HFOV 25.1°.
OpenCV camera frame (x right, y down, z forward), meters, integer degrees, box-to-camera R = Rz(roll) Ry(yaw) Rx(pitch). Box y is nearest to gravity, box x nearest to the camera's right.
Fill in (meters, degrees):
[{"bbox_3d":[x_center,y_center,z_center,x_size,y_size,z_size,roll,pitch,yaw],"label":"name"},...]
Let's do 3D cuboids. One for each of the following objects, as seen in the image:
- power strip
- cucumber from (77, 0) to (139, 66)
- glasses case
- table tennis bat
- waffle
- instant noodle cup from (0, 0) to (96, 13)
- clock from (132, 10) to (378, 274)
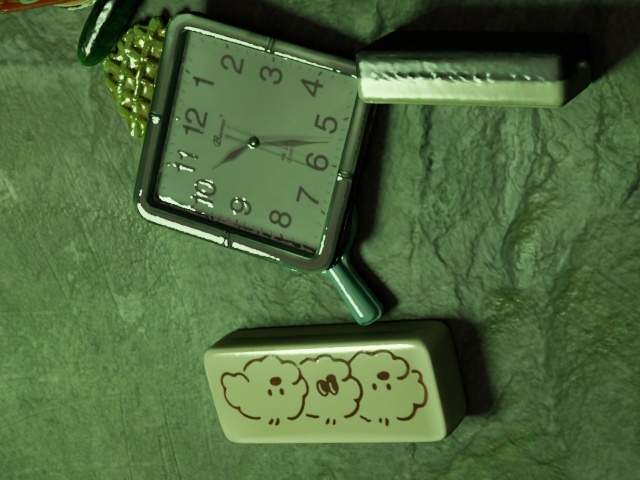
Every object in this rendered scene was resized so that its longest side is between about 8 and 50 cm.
[{"bbox_3d":[0.173,-0.189,1.592,0.257,0.105,0.070,3,113,27],"label":"power strip"},{"bbox_3d":[-0.240,-0.336,1.782,0.056,0.056,0.284,33,117,13],"label":"cucumber"},{"bbox_3d":[0.015,0.184,1.850,0.337,0.076,0.144,-6,107,30],"label":"glasses case"},{"bbox_3d":[0.000,0.000,1.810,0.153,0.040,0.244,-36,86,32],"label":"table tennis bat"},{"bbox_3d":[-0.193,-0.192,1.833,0.169,0.036,0.183,-25,98,32],"label":"waffle"},{"bbox_3d":[-0.380,-0.353,1.761,0.193,0.212,0.193,11,115,24],"label":"instant noodle cup"},{"bbox_3d":[-0.078,-0.119,1.763,0.279,0.049,0.273,18,108,13],"label":"clock"}]
